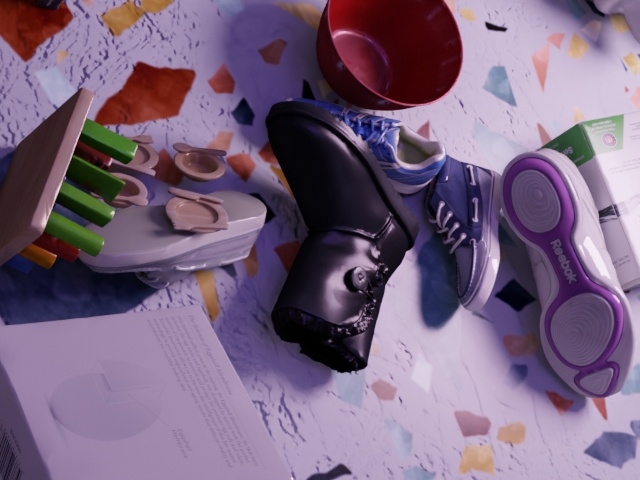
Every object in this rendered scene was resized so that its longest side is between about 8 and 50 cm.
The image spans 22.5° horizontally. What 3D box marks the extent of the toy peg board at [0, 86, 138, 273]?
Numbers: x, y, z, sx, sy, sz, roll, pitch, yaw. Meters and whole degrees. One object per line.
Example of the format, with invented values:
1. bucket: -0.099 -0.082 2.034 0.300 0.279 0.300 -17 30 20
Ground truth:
1. toy peg board: -0.254 -0.038 1.558 0.079 0.161 0.161 29 58 -22

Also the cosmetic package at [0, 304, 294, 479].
1. cosmetic package: -0.182 0.191 1.476 0.225 0.138 0.224 -5 47 -32

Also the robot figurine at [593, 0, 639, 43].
1. robot figurine: 0.410 -0.435 2.098 0.300 0.200 0.353 -18 81 -45

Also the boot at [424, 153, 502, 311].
1. boot: 0.158 -0.010 1.862 0.086 0.069 0.190 20 53 -16

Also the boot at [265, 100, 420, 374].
1. boot: 0.000 0.000 1.713 0.246 0.094 0.207 49 49 -32

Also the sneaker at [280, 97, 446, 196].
1. sneaker: 0.047 -0.119 1.822 0.211 0.081 0.080 17 65 -23

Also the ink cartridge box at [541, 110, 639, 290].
1. ink cartridge box: 0.385 -0.047 1.995 0.153 0.087 0.208 -11 76 -35

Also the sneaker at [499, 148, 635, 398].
1. sneaker: 0.308 0.032 1.898 0.152 0.114 0.305 -28 103 -66

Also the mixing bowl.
1. mixing bowl: 0.064 -0.219 1.862 0.181 0.098 0.181 12 64 -27

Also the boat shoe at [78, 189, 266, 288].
1. boat shoe: -0.151 0.010 1.647 0.227 0.081 0.079 -14 39 -40

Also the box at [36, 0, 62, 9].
1. box: -0.269 -0.340 1.698 0.029 0.116 0.162 7 67 -27

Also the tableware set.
1. tableware set: -0.162 -0.063 1.652 0.141 0.020 0.168 10 34 -9
